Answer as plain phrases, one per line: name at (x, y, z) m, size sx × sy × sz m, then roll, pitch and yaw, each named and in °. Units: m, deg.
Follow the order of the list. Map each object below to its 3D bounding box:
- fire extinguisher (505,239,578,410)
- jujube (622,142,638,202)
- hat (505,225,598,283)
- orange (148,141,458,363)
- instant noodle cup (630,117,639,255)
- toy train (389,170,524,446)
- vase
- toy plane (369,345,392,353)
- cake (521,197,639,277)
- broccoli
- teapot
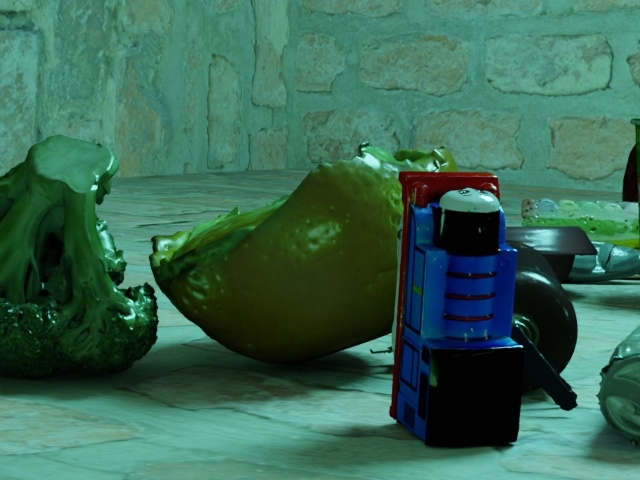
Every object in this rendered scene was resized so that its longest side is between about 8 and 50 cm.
fire extinguisher at (0.184, 0.078, 1.566) m, size 0.135 × 0.114 × 0.337 m, roll 46°, pitch 7°, yaw 0°
jujube at (0.641, -0.079, 2.456) m, size 0.377 × 0.276 × 0.276 m, roll -8°, pitch -1°, yaw 34°
hat at (0.258, 0.025, 2.170) m, size 0.205 × 0.089 × 0.205 m, roll 0°, pitch 1°, yaw 0°
orange at (0.006, 0.008, 1.585) m, size 0.262 × 0.196 × 0.334 m, roll -37°, pitch -16°, yaw 22°
instant noodle cup at (0.478, -0.029, 2.055) m, size 0.207 × 0.233 × 0.207 m, roll 2°, pitch 5°, yaw 0°
toy train at (0.107, 0.053, 1.315) m, size 0.082 × 0.204 × 0.131 m, roll 0°, pitch 11°, yaw -15°
vase at (0.366, 0.029, 2.296) m, size 0.211 × 0.060 × 0.060 m, roll 2°, pitch 6°, yaw -2°
toy plane at (0.091, 0.104, 1.609) m, size 0.080 × 0.033 × 0.083 m, roll -15°, pitch -10°, yaw 13°
cake at (0.389, -0.002, 2.353) m, size 0.225 × 0.109 × 0.090 m, roll 0°, pitch 6°, yaw -18°
broccoli at (-0.260, 0.017, 1.512) m, size 0.261 × 0.242 × 0.269 m, roll 21°, pitch 36°, yaw -2°
teapot at (0.287, 0.119, 1.359) m, size 0.107 × 0.077 × 0.200 m, roll 17°, pitch 9°, yaw 16°
